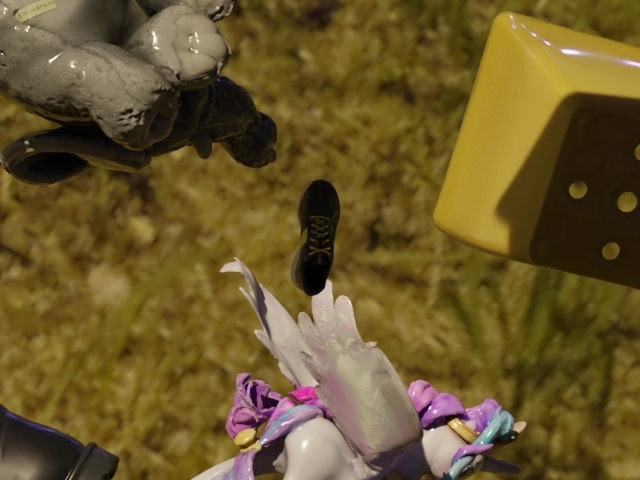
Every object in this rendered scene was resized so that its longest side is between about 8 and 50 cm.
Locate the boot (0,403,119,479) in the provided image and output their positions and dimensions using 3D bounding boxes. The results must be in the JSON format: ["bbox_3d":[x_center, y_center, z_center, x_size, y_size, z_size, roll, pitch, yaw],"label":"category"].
[{"bbox_3d":[-0.285,0.209,1.391,0.207,0.094,0.246,26,76,4],"label":"boot"}]

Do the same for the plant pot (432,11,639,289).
[{"bbox_3d":[0.242,-0.058,1.728,0.212,0.212,0.187,13,15,-12],"label":"plant pot"}]

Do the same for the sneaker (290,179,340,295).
[{"bbox_3d":[0.000,0.000,1.352,0.031,0.083,0.035,1,20,-14],"label":"sneaker"}]

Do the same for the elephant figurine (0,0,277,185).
[{"bbox_3d":[-0.134,-0.100,1.257,0.186,0.239,0.169,42,73,7],"label":"elephant figurine"}]

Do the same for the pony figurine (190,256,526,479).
[{"bbox_3d":[0.000,0.213,1.948,0.351,0.363,0.303,50,-9,-23],"label":"pony figurine"}]
